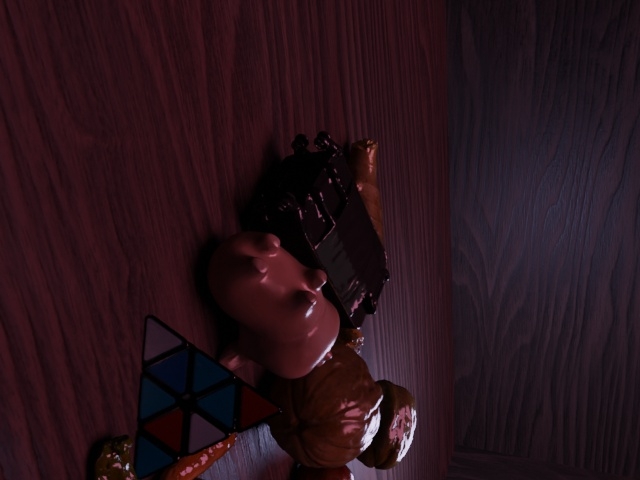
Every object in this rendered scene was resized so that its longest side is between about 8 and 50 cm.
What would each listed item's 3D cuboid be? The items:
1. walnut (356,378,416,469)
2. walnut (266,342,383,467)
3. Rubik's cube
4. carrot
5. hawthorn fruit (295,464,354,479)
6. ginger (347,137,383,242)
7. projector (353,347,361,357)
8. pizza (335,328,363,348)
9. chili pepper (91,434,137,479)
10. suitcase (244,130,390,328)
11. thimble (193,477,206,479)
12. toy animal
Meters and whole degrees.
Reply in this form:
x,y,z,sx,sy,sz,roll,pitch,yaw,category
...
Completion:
x,y,z,sx,sy,sz,roll,pitch,yaw,category
0.188,0.585,2.014,0.283,0.227,0.283,-166,-90,-77,walnut
0.017,0.392,1.516,0.252,0.277,0.313,-52,160,21,walnut
-0.216,0.223,1.079,0.284,0.250,0.234,-46,116,-50,Rubik's cube
-0.239,0.410,1.161,0.205,0.072,0.072,-34,125,-59,carrot
0.006,0.672,1.672,0.169,0.169,0.188,53,49,-58,hawthorn fruit
0.143,-0.101,1.871,0.236,0.166,0.376,40,63,-52,ginger
0.050,0.426,1.800,0.250,0.108,0.198,-60,145,-45,projector
0.014,0.248,1.683,0.161,0.182,0.062,-48,145,13,pizza
-0.315,0.408,0.975,0.072,0.073,0.204,-7,89,-49,chili pepper
0.000,0.000,1.452,0.434,0.194,0.283,60,41,-35,suitcase
-0.231,0.522,1.159,0.150,0.097,0.150,4,90,-66,thimble
-0.098,0.133,1.258,0.326,0.269,0.237,45,51,-12,toy animal
